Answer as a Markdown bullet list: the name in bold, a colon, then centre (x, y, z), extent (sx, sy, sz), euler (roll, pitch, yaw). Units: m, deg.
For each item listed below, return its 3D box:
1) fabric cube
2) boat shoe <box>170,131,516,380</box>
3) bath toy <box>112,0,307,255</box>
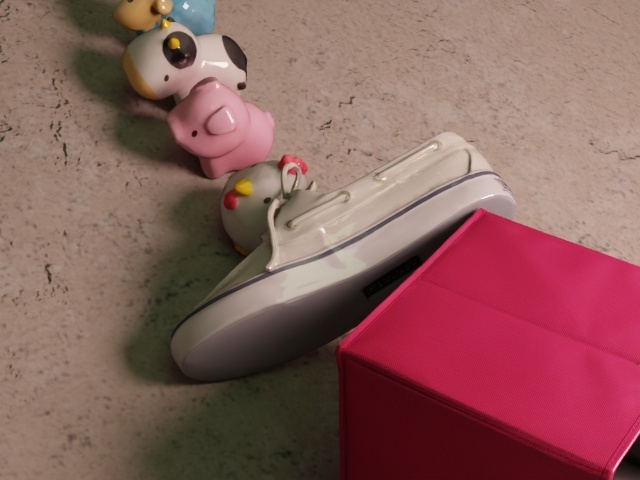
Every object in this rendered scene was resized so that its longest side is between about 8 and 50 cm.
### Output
- **fabric cube**: centre (0.188, 0.168, 1.234), extent (0.258, 0.254, 0.259), euler (23, 44, 27)
- **boat shoe**: centre (-0.001, -0.005, 1.361), extent (0.367, 0.136, 0.156), euler (-30, 59, 0)
- **bath toy**: centre (-0.113, -0.143, 1.498), extent (0.151, 0.129, 0.348), euler (-12, 59, -30)
